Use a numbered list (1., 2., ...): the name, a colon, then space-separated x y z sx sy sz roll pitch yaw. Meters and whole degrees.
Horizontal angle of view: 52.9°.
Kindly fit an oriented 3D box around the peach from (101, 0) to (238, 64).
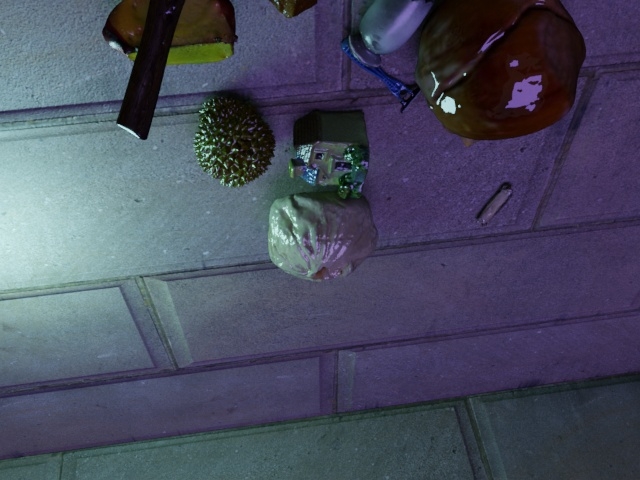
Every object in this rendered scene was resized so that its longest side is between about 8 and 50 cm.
1. peach: -0.303 -0.442 1.329 0.267 0.158 0.154 -6 174 5

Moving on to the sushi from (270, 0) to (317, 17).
1. sushi: -0.062 -0.554 1.268 0.149 0.140 0.287 9 160 43

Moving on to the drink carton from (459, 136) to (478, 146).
1. drink carton: 0.377 -0.338 1.684 0.084 0.074 0.200 -22 140 12

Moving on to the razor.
1. razor: 0.142 -0.408 1.569 0.253 0.042 0.082 29 107 -37

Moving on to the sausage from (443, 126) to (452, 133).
1. sausage: 0.447 -0.323 1.633 0.327 0.079 0.087 -19 115 -28

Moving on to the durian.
1. durian: -0.215 -0.234 1.612 0.200 0.176 0.237 6 156 12

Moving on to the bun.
1. bun: 0.000 0.000 1.864 0.352 0.227 0.349 -17 159 30

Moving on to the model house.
1. model house: 0.016 -0.212 1.681 0.189 0.195 0.214 5 141 -7

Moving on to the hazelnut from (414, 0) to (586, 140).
1. hazelnut: 0.395 -0.394 1.426 0.372 0.372 0.315 -23 180 15

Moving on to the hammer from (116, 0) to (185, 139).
1. hammer: -0.307 -0.396 1.217 0.242 0.095 0.409 19 101 6

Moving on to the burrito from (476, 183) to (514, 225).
1. burrito: 0.556 -0.111 2.045 0.045 0.041 0.185 39 135 7

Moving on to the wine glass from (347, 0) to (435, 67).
1. wine glass: 0.153 -0.481 1.421 0.111 0.111 0.204 18 138 -32
